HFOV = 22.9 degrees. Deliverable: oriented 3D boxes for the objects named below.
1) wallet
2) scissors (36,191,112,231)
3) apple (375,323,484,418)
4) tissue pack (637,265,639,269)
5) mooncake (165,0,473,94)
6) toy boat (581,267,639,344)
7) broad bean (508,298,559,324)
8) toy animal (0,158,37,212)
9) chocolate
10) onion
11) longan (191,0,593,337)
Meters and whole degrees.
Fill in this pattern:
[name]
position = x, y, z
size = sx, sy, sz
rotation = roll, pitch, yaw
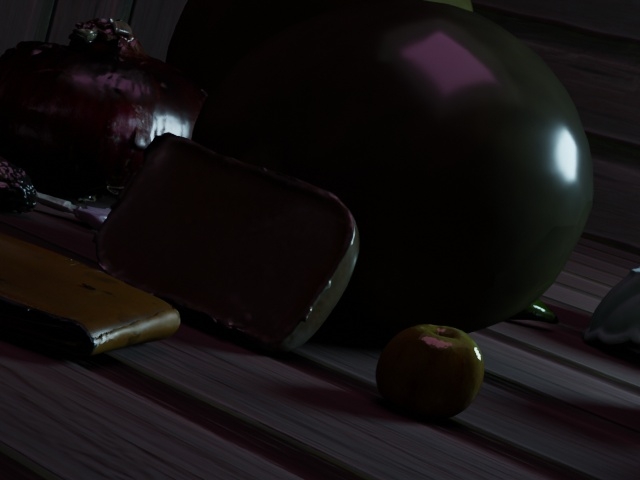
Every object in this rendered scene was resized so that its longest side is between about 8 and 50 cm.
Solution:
[wallet]
position = -0.220, 0.043, 1.188
size = 0.196, 0.042, 0.161
rotation = 19, 11, 17
[scissors]
position = -0.285, -0.035, 1.794
size = 0.212, 0.021, 0.110
rotation = 16, 9, 6
[apple]
position = 0.087, 0.102, 1.251
size = 0.084, 0.071, 0.084
rotation = 15, 6, -2
[tissue pack]
position = 0.540, 0.078, 2.126
size = 0.225, 0.124, 0.185
rotation = 17, 30, 17
[mooncake]
position = 0.000, -0.216, 2.234
size = 0.467, 0.467, 0.262
rotation = 21, 1, 41
[toy boat]
position = 0.450, 0.083, 1.937
size = 0.199, 0.100, 0.290
rotation = -8, 8, -38
[broad bean]
position = 0.206, 0.066, 1.991
size = 0.195, 0.046, 0.061
rotation = 22, -4, 14
[toy animal]
position = -0.403, -0.078, 1.684
size = 0.220, 0.069, 0.086
rotation = 9, 19, -35
[chocolate]
position = -0.077, 0.013, 1.414
size = 0.261, 0.161, 0.083
rotation = 25, -18, 34
[onion]
position = -0.281, -0.170, 2.037
size = 0.314, 0.232, 0.314
rotation = 14, 6, -2
[longan]
position = 0.077, -0.073, 1.580
size = 0.405, 0.336, 0.404
rotation = 9, 16, -3
